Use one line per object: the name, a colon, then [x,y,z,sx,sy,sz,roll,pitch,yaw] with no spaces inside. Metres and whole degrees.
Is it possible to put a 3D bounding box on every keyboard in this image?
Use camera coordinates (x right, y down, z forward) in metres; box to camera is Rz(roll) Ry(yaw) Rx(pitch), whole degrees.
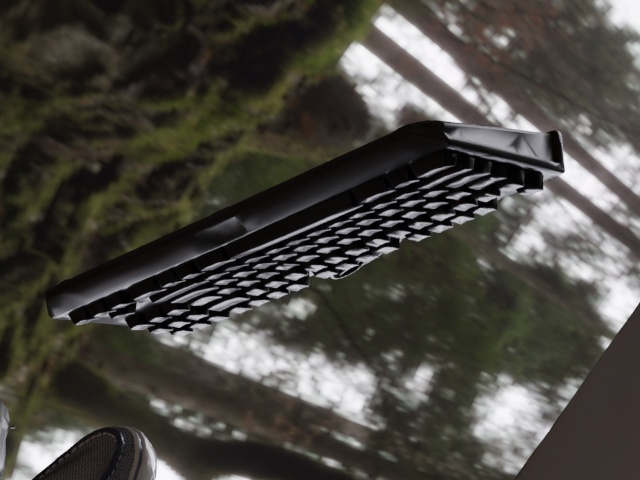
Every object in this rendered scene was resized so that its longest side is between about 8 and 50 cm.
keyboard: [0.000,0.000,0.655,0.180,0.108,0.023,-22,-104,36]

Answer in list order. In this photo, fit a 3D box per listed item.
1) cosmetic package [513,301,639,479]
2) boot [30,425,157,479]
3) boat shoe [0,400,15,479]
cosmetic package: [0.159,0.180,0.662,0.453,0.161,0.230,-61,-150,34]
boot: [-0.160,0.151,0.960,0.069,0.086,0.190,2,-134,42]
boat shoe: [-0.097,0.055,0.311,0.108,0.102,0.301,-31,-159,-8]
